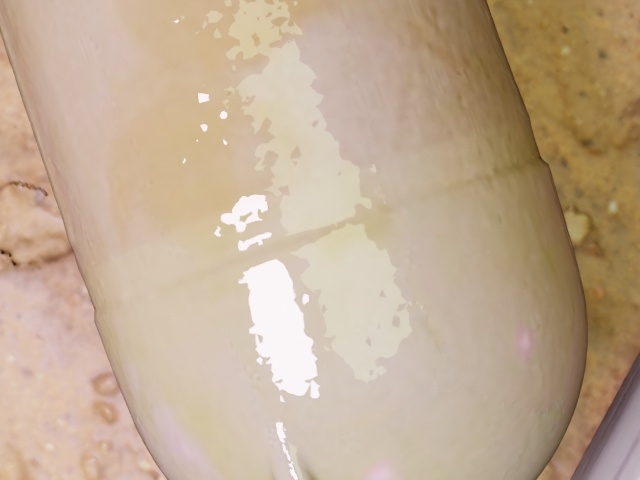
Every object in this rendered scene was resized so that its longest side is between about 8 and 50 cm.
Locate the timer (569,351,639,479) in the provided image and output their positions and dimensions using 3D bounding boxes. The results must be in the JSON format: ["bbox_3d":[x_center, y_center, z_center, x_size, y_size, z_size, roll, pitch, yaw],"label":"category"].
[{"bbox_3d":[0.279,0.167,0.750,0.262,0.087,0.237,29,85,-1],"label":"timer"}]

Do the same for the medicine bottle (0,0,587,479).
[{"bbox_3d":[0.000,0.000,0.658,0.236,0.236,0.406,-18,89,-6],"label":"medicine bottle"}]
